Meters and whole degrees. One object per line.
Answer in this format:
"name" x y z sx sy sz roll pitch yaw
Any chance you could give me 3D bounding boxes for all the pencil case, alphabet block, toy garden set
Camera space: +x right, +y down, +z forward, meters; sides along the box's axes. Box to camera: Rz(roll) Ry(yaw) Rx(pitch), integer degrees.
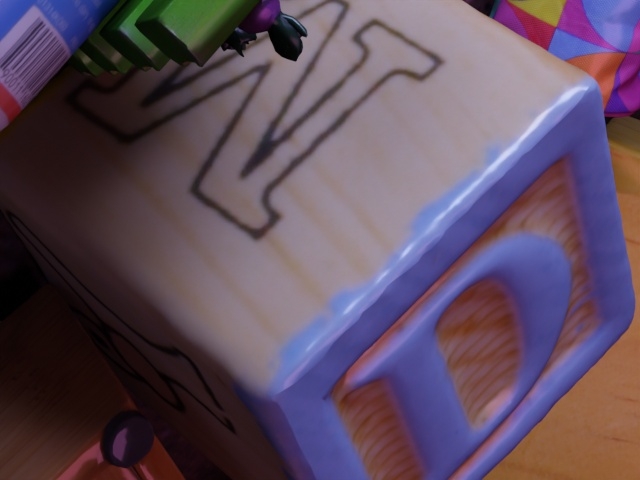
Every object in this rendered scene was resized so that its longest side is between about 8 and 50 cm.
"pencil case" 0.167 -0.183 0.947 0.104 0.104 0.236 -2 122 -50
"alphabet block" 0.000 0.000 0.813 0.193 0.197 0.192 -43 146 -16
"toy garden set" 0.000 -0.134 0.674 0.049 0.244 0.204 42 83 -15

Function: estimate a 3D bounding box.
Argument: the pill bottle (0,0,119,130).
"pill bottle" -0.088 -0.155 0.630 0.221 0.124 0.124 -50 147 -8

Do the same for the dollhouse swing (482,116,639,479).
"dollhouse swing" 0.196 0.086 1.259 0.315 0.305 0.347 21 107 -13

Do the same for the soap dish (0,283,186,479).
"soap dish" -0.123 0.202 0.835 0.229 0.118 0.291 -44 125 -22
